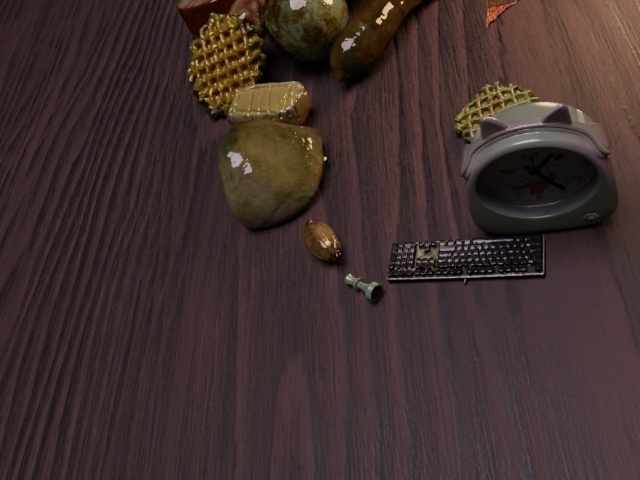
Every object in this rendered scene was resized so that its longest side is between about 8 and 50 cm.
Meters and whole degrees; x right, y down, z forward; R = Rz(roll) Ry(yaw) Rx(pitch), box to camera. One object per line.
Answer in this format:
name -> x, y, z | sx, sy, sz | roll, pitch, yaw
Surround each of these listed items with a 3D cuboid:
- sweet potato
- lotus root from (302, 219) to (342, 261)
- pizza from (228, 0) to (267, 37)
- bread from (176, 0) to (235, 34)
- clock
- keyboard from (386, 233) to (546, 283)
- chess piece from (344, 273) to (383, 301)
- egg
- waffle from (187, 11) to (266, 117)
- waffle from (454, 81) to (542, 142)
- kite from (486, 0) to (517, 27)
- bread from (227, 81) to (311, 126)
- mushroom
sweet potato -> 0.168, -0.596, 1.694 | 0.422, 0.130, 0.130 | -46, 49, -14
lotus root -> 0.000, 0.000, 1.400 | 0.072, 0.063, 0.152 | -23, 48, -13
pizza -> -0.220, -0.642, 1.868 | 0.086, 0.305, 0.161 | -23, 74, -37
bread -> -0.321, -0.820, 2.081 | 0.328, 0.114, 0.295 | -28, 36, 4
clock -> 0.391, -0.137, 1.117 | 0.265, 0.324, 0.108 | -5, 56, 23
keyboard -> 0.288, 0.039, 1.246 | 0.317, 0.027, 0.106 | -4, 56, 25
chess piece -> 0.086, 0.097, 1.306 | 0.093, 0.042, 0.042 | 22, 70, 43
egg -> -0.044, -0.634, 1.756 | 0.238, 0.238, 0.289 | -35, 31, 2
waffle -> -0.283, -0.518, 1.828 | 0.329, 0.062, 0.329 | 4, 97, 35
waffle -> 0.405, -0.286, 1.405 | 0.169, 0.036, 0.183 | 33, 79, 37
kite -> 0.488, -0.657, 1.641 | 0.222, 0.008, 0.125 | -39, 46, -2
bread -> -0.138, -0.358, 1.694 | 0.236, 0.106, 0.140 | 2, 60, 29
mushroom -> -0.118, -0.206, 1.528 | 0.217, 0.212, 0.292 | -16, 45, 27
